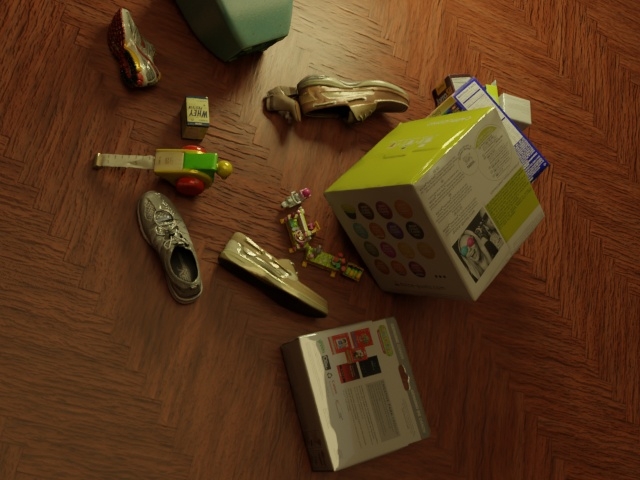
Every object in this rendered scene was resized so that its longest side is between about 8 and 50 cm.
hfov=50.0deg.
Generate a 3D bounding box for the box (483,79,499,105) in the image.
[{"bbox_3d":[0.497,-0.383,2.073,0.042,0.109,0.178,4,71,-19],"label":"box"}]

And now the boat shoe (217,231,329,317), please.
[{"bbox_3d":[-0.100,0.086,1.679,0.302,0.109,0.098,31,65,-3],"label":"boat shoe"}]

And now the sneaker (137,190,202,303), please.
[{"bbox_3d":[-0.337,0.003,1.603,0.105,0.115,0.281,-24,82,-27],"label":"sneaker"}]

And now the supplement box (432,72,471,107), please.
[{"bbox_3d":[0.415,-0.389,2.045,0.081,0.104,0.188,-9,75,-24],"label":"supplement box"}]

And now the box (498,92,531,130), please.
[{"bbox_3d":[0.576,-0.381,2.108,0.101,0.102,0.087,11,67,-19],"label":"box"}]

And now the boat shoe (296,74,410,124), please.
[{"bbox_3d":[0.092,-0.376,1.912,0.324,0.123,0.116,2,75,-12],"label":"boat shoe"}]

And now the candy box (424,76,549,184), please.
[{"bbox_3d":[0.422,-0.246,1.907,0.317,0.268,0.122,49,59,1],"label":"candy box"}]

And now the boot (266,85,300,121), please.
[{"bbox_3d":[-0.102,-0.364,1.851,0.087,0.042,0.118,-11,67,10],"label":"boot"}]

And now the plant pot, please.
[{"bbox_3d":[-0.213,-0.621,1.806,0.247,0.248,0.252,-27,102,-27],"label":"plant pot"}]

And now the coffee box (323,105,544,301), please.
[{"bbox_3d":[0.283,-0.092,1.709,0.338,0.338,0.334,-43,114,-27],"label":"coffee box"}]

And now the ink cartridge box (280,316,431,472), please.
[{"bbox_3d":[0.084,0.362,1.643,0.272,0.130,0.309,-9,76,-26],"label":"ink cartridge box"}]

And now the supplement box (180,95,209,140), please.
[{"bbox_3d":[-0.319,-0.309,1.735,0.056,0.083,0.083,0,72,-22],"label":"supplement box"}]

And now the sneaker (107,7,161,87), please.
[{"bbox_3d":[-0.474,-0.486,1.746,0.093,0.088,0.225,-10,75,-45],"label":"sneaker"}]

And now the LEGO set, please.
[{"bbox_3d":[0.000,0.000,1.745,0.132,0.107,0.287,-37,88,-28],"label":"LEGO set"}]

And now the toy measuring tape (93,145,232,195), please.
[{"bbox_3d":[-0.377,-0.170,1.676,0.330,0.121,0.121,1,71,2],"label":"toy measuring tape"}]
